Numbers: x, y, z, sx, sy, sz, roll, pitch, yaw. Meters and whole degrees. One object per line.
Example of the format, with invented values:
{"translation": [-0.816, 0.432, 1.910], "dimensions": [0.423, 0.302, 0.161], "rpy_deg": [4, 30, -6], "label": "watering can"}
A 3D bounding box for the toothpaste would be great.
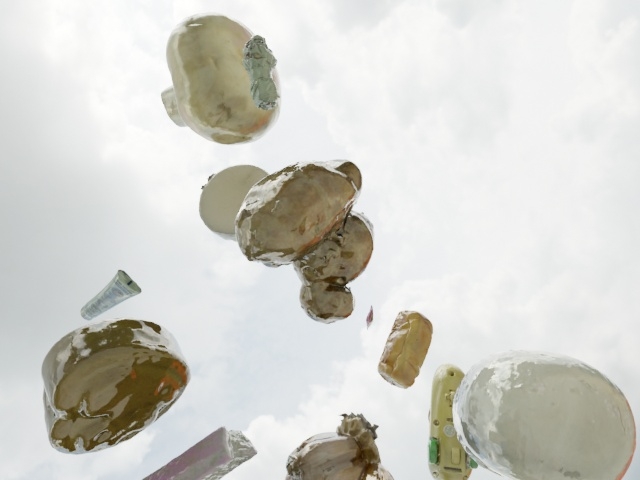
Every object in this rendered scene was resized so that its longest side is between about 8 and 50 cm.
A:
{"translation": [-0.447, 0.121, 0.924], "dimensions": [0.062, 0.239, 0.039], "rpy_deg": [51, -139, -13], "label": "toothpaste"}

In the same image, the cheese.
{"translation": [0.253, 0.205, 0.505], "dimensions": [0.189, 0.198, 0.154], "rpy_deg": [45, -120, -63], "label": "cheese"}

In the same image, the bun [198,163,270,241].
{"translation": [-0.244, -0.101, 1.419], "dimensions": [0.263, 0.263, 0.175], "rpy_deg": [-59, -22, -15], "label": "bun"}

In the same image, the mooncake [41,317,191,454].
{"translation": [-0.327, 0.239, 0.726], "dimensions": [0.234, 0.117, 0.235], "rpy_deg": [-24, -44, -26], "label": "mooncake"}

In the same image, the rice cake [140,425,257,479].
{"translation": [-0.271, 0.416, 0.708], "dimensions": [0.365, 0.073, 0.056], "rpy_deg": [-32, -45, 0], "label": "rice cake"}

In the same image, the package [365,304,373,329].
{"translation": [0.186, 0.291, 1.651], "dimensions": [0.029, 0.059, 0.083], "rpy_deg": [8, -126, 7], "label": "package"}

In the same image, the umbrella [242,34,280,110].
{"translation": [-0.108, -0.312, 0.805], "dimensions": [0.067, 0.062, 0.144], "rpy_deg": [-2, -104, -28], "label": "umbrella"}

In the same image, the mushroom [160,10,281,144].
{"translation": [-0.284, -0.422, 1.195], "dimensions": [0.353, 0.325, 0.353], "rpy_deg": [-5, -61, -9], "label": "mushroom"}

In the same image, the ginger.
{"translation": [0.000, 0.000, 0.765], "dimensions": [0.244, 0.155, 0.304], "rpy_deg": [-51, -52, -22], "label": "ginger"}

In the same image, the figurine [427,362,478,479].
{"translation": [0.360, 0.510, 1.223], "dimensions": [0.222, 0.124, 0.325], "rpy_deg": [57, -144, -69], "label": "figurine"}

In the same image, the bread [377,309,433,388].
{"translation": [0.336, 0.426, 1.733], "dimensions": [0.167, 0.132, 0.294], "rpy_deg": [50, -124, -35], "label": "bread"}

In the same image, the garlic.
{"translation": [0.022, 0.368, 0.737], "dimensions": [0.207, 0.207, 0.257], "rpy_deg": [-35, -56, -25], "label": "garlic"}
